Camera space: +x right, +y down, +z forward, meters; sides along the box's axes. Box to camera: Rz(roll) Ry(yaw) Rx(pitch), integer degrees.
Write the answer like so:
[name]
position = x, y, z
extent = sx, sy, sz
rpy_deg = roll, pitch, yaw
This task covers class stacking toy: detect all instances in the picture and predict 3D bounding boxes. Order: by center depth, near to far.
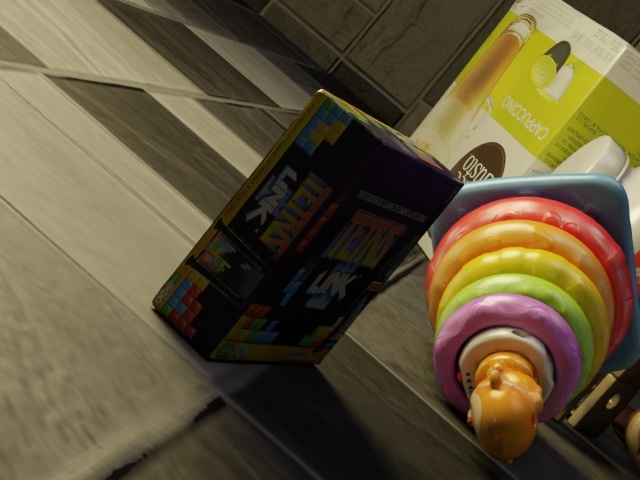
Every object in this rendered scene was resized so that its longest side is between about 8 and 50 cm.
[stacking toy]
position = 0.143, 0.078, 1.116
extent = 0.302, 0.166, 0.175
rpy_deg = -60, 142, -65

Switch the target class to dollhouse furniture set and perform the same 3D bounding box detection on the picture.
[dollhouse furniture set]
position = 0.228, 0.083, 1.436
extent = 0.129, 0.129, 0.184
rpy_deg = 45, 10, 33

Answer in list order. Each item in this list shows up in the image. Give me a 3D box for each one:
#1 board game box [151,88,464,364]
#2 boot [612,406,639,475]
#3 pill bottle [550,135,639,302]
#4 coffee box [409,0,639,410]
[board game box]
position = 0.000, 0.000, 0.831
extent = 0.048, 0.141, 0.170
rpy_deg = 42, 9, 18
[boot]
position = 0.341, 0.211, 1.525
extent = 0.248, 0.090, 0.207
rpy_deg = 34, -2, -29
[pill bottle]
position = 0.366, 0.047, 1.619
extent = 0.323, 0.181, 0.181
rpy_deg = 45, 8, -7
[coffee box]
position = 0.324, -0.055, 1.873
extent = 0.338, 0.334, 0.337
rpy_deg = 35, 11, -21
